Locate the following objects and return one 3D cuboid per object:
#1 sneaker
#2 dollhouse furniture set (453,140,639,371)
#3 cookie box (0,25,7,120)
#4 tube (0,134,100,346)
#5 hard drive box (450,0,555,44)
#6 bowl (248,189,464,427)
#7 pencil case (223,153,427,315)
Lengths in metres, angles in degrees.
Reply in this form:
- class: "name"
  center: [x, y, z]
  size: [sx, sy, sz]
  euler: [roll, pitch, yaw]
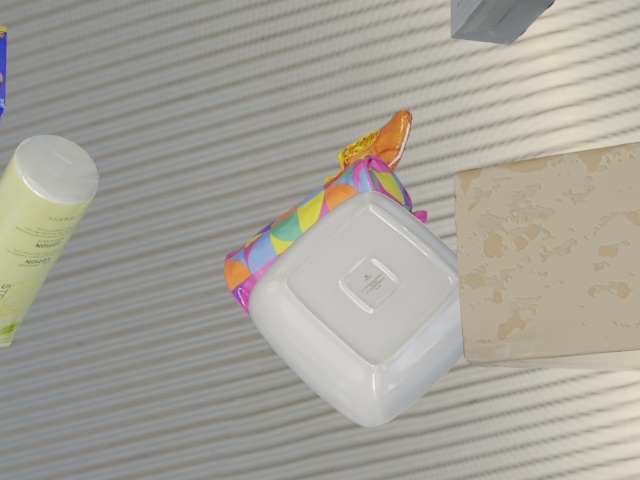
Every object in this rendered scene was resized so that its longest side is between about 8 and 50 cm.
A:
- class: "sneaker"
  center: [0.063, -0.111, 1.763]
  size: [0.067, 0.064, 0.175]
  euler: [28, 125, -17]
- class: "dollhouse furniture set"
  center: [0.173, -0.147, 0.548]
  size: [0.362, 0.256, 0.394]
  euler: [-8, 80, 31]
- class: "cookie box"
  center: [-0.356, -0.168, 1.293]
  size: [0.092, 0.040, 0.107]
  euler: [9, 53, -24]
- class: "tube"
  center: [-0.229, 0.021, 0.958]
  size: [0.070, 0.062, 0.240]
  euler: [29, 132, -12]
- class: "hard drive box"
  center: [0.231, -0.389, 1.658]
  size: [0.089, 0.181, 0.232]
  euler: [4, 77, -12]
- class: "bowl"
  center: [0.034, 0.039, 0.909]
  size: [0.142, 0.053, 0.142]
  euler: [-42, 73, -15]
- class: "pencil case"
  center: [0.000, 0.000, 1.512]
  size: [0.236, 0.104, 0.104]
  euler: [-33, 83, 23]
